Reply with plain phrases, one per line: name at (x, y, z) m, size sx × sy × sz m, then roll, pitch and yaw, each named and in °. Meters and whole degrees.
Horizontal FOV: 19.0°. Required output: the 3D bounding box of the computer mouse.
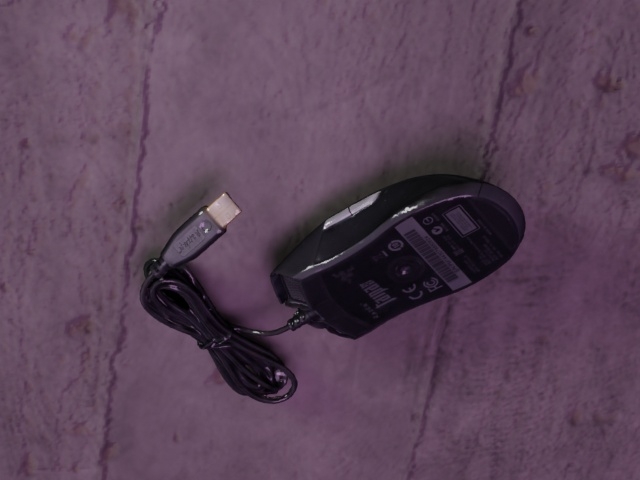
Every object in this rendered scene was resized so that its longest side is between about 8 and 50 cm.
computer mouse at (0.000, 0.000, 1.347) m, size 0.262 × 0.060 × 0.184 m, roll -33°, pitch 130°, yaw 22°
